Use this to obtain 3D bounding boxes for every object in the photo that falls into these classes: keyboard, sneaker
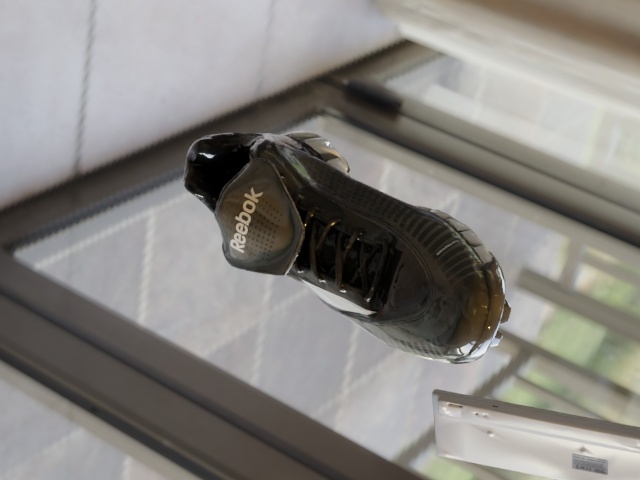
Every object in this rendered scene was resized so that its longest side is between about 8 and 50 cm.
[{"bbox_3d":[0.210,0.165,1.154,0.014,0.256,0.072,-61,151,-42],"label":"keyboard"},{"bbox_3d":[0.000,0.000,0.789,0.106,0.234,0.078,6,111,-38],"label":"sneaker"}]
